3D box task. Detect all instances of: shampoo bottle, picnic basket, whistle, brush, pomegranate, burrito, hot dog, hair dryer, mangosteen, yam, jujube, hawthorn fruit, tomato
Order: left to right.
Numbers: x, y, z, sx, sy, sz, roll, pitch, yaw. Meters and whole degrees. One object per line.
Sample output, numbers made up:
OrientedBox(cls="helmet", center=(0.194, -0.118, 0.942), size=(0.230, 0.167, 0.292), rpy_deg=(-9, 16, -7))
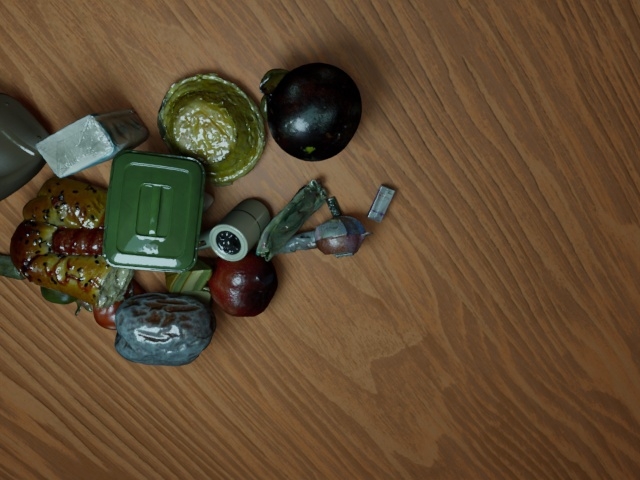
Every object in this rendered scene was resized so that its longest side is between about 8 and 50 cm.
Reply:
OrientedBox(cls="yam", center=(-1.091, 0.084, 1.568), size=(0.179, 0.078, 0.078), rpy_deg=(13, 110, 0))
OrientedBox(cls="pomegranate", center=(-0.855, 0.166, 1.564), size=(0.131, 0.152, 0.191), rpy_deg=(-29, 127, 14))
OrientedBox(cls="hot dog", center=(-0.762, -0.013, 1.436), size=(0.366, 0.196, 0.367), rpy_deg=(19, 78, 3))
OrientedBox(cls="tomato", center=(-0.694, 0.215, 1.562), size=(0.152, 0.187, 0.187), rpy_deg=(-2, 113, 29))
OrientedBox(cls="jujube", center=(-0.486, 0.276, 1.451), size=(0.308, 0.246, 0.215), rpy_deg=(3, 98, -22))
OrientedBox(cls="shampoo bottle", center=(-0.435, -0.164, 1.461), size=(0.192, 0.074, 0.074), rpy_deg=(37, 107, -12))
OrientedBox(cls="picnic basket", center=(-0.438, 0.217, 1.601), size=(0.115, 0.079, 0.164), rpy_deg=(16, 110, -6))
OrientedBox(cls="hair dryer", center=(-0.350, -0.009, 1.477), size=(0.362, 0.203, 0.128), rpy_deg=(-15, 113, 25))
OrientedBox(cls="hawthorn fruit", center=(-0.281, 0.126, 1.505), size=(0.266, 0.210, 0.230), rpy_deg=(22, 117, 11))
OrientedBox(cls="burrito", center=(-0.095, -0.068, 1.436), size=(0.309, 0.066, 0.096), rpy_deg=(-50, 126, -10))
OrientedBox(cls="mangosteen", center=(-0.028, -0.364, 1.284), size=(0.288, 0.288, 0.287), rpy_deg=(0, 110, 1))
OrientedBox(cls="whistle", center=(0.000, 0.001, 1.476), size=(0.347, 0.142, 0.133), rpy_deg=(-10, 105, 19))
OrientedBox(cls="brush", center=(0.069, -0.055, 1.517), size=(0.034, 0.027, 0.190), rpy_deg=(-21, 110, 11))

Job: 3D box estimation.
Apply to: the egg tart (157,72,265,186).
OrientedBox(cls="egg tart", center=(-0.332, -0.327, 1.368), size=(0.342, 0.132, 0.341), rpy_deg=(1, 109, 2))

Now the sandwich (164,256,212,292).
OrientedBox(cls="sandwich", center=(-0.425, 0.075, 1.456), size=(0.117, 0.144, 0.187), rpy_deg=(-3, 155, -30))

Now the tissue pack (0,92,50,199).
OrientedBox(cls="tissue pack", center=(-0.992, -0.225, 1.287), size=(0.277, 0.387, 0.267), rpy_deg=(-31, 110, 33))

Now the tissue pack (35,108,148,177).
OrientedBox(cls="tissue pack", center=(-0.642, -0.287, 1.314), size=(0.202, 0.271, 0.124), rpy_deg=(-20, 109, 9))

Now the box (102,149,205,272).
OrientedBox(cls="box", center=(-0.474, -0.076, 1.325), size=(0.253, 0.178, 0.328), rpy_deg=(7, 85, -15))

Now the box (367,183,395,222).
OrientedBox(cls="box", center=(0.196, -0.121, 1.485), size=(0.051, 0.036, 0.117), rpy_deg=(22, 108, -7))
